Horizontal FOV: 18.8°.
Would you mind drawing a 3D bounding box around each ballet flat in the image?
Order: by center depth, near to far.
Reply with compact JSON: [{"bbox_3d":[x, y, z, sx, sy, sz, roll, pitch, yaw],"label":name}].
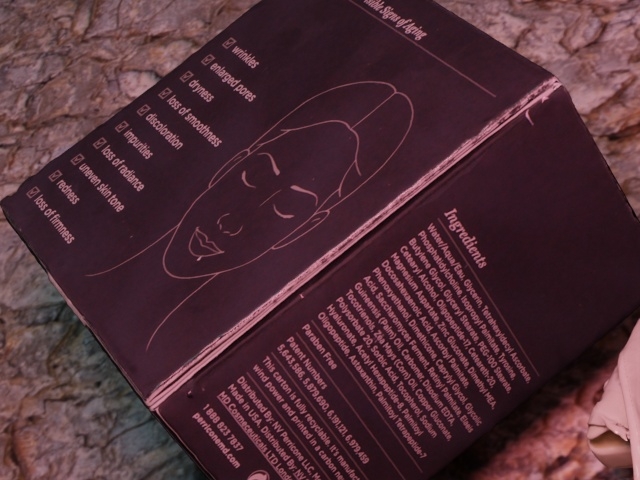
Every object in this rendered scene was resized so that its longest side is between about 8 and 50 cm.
[{"bbox_3d":[0.304,0.213,1.759,0.139,0.139,0.400,-14,50,19],"label":"ballet flat"}]

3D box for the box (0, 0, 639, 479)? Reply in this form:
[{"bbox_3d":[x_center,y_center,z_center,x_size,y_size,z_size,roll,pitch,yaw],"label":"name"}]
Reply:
[{"bbox_3d":[0.000,0.000,1.951,0.472,0.297,0.480,-40,34,-5],"label":"box"}]
